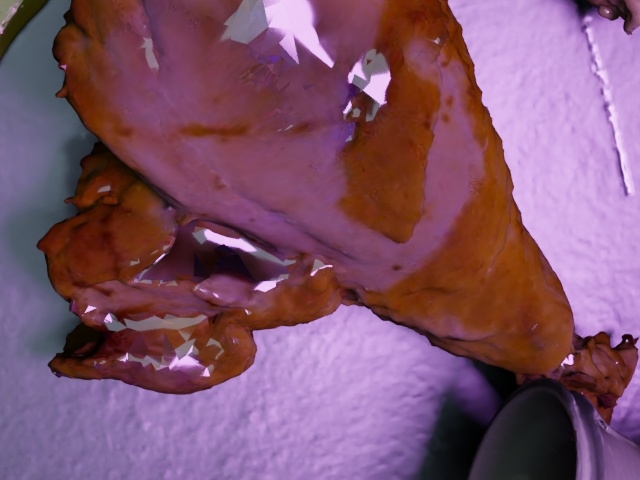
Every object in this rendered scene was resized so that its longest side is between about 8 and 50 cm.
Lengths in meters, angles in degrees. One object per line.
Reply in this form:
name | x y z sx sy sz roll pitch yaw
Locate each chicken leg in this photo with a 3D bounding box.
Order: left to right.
chicken leg | 0.000 0.000 0.762 0.295 0.182 0.409 -44 115 7

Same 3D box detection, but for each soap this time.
soap | -0.176 -0.116 0.778 0.034 0.012 0.089 35 89 -10

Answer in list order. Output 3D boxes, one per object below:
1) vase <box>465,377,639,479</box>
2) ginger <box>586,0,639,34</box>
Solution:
vase | 0.239 0.170 0.763 0.321 0.173 0.173 14 93 -17
ginger | 0.148 -0.215 0.783 0.104 0.080 0.204 -33 98 -10
